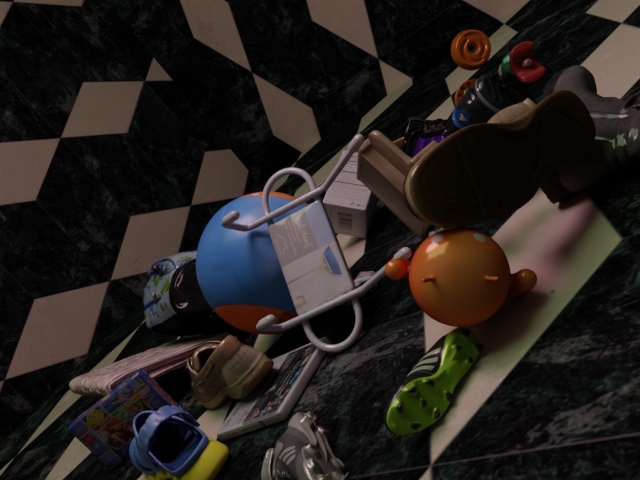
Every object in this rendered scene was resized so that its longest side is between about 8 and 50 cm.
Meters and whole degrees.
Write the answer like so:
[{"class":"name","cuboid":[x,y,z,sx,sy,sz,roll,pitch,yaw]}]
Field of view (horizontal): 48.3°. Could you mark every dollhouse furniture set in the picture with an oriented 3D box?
[{"class":"dollhouse furniture set","cuboid":[0.248,-0.194,1.233,0.355,0.174,0.303,-41,-16,-12]}]

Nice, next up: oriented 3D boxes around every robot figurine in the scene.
[{"class":"robot figurine","cuboid":[0.181,0.044,0.923,0.128,0.158,0.219,-48,-8,7]}]

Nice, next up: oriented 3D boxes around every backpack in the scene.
[{"class":"backpack","cuboid":[-0.308,0.134,1.805,0.290,0.273,0.355,-8,-23,-33]}]

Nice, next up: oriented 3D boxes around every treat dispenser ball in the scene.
[{"class":"treat dispenser ball","cuboid":[-0.106,0.045,1.437,0.288,0.288,0.288,-37,13,10]}]

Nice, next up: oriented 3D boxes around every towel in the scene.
[{"class":"towel","cuboid":[-0.415,0.303,1.721,0.317,0.053,0.332,-18,0,-34]}]

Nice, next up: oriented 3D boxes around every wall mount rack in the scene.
[{"class":"wall mount rack","cuboid":[0.000,0.000,1.188,0.304,0.350,0.130,-28,-19,21]}]

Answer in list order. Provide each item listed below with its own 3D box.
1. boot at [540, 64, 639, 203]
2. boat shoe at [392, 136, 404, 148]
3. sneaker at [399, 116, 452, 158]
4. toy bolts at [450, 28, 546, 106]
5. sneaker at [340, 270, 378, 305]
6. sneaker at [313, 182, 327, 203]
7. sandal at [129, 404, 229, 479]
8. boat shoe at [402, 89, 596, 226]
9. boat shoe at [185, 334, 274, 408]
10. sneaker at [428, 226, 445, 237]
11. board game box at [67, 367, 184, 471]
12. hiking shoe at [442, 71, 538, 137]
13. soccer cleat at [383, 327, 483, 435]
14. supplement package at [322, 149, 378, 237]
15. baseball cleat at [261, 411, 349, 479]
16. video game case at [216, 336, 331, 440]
[{"class":"boot","cuboid":[0.465,-0.199,1.106,0.223,0.118,0.338,-25,30,40]},{"class":"boat shoe","cuboid":[0.224,-0.268,2.095,0.170,0.063,0.059,-30,22,40]},{"class":"sneaker","cuboid":[0.271,-0.245,1.688,0.293,0.146,0.102,-38,13,11]},{"class":"toy bolts","cuboid":[0.435,-0.442,1.839,0.229,0.218,0.158,-22,6,-4]},{"class":"sneaker","cuboid":[0.071,0.087,1.373,0.098,0.038,0.069,-24,16,23]},{"class":"sneaker","cuboid":[0.023,-0.098,1.926,0.112,0.131,0.319,-46,14,-25]},{"class":"sandal","cuboid":[-0.270,0.343,1.235,0.126,0.138,0.317,-50,14,-30]},{"class":"boat shoe","cuboid":[0.226,-0.101,0.960,0.342,0.123,0.123,-31,3,-31]},{"class":"boat shoe","cuboid":[-0.194,0.240,1.374,0.121,0.110,0.341,-50,7,-29]},{"class":"sneaker","cuboid":[0.193,0.031,1.146,0.083,0.071,0.190,-44,11,10]},{"class":"board game box","cuboid":[-0.409,0.379,1.503,0.201,0.136,0.035,-37,15,7]},{"class":"hiking shoe","cuboid":[0.346,-0.261,1.432,0.132,0.113,0.304,-40,-19,31]},{"class":"soccer cleat","cuboid":[0.131,0.173,0.866,0.179,0.060,0.072,-40,1,-33]},{"class":"supplement package","cuboid":[0.080,-0.111,1.690,0.105,0.105,0.179,10,51,14]},{"class":"baseball cleat","cuboid":[-0.023,0.293,0.894,0.109,0.072,0.206,-53,7,4]},{"class":"video game case","cuboid":[-0.080,0.258,1.243,0.173,0.022,0.190,-30,15,39]}]
